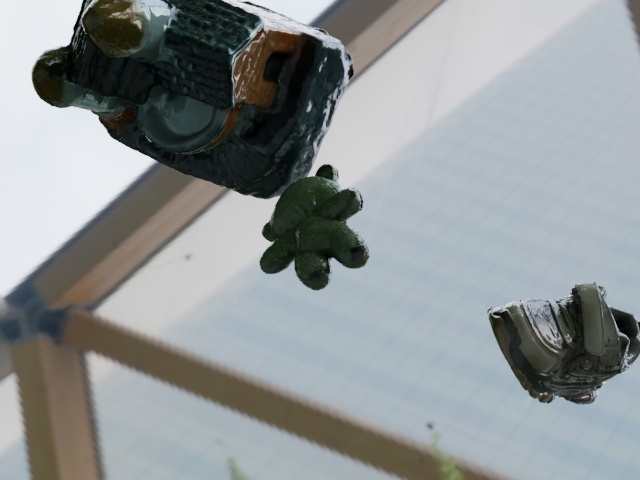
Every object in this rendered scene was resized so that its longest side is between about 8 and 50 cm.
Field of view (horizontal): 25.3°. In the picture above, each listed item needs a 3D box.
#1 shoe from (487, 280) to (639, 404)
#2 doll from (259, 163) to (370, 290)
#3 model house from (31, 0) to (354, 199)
[{"bbox_3d":[0.222,0.086,1.231,0.092,0.180,0.089,-35,-122,25],"label":"shoe"},{"bbox_3d":[0.000,0.000,1.294,0.115,0.150,0.077,-39,-62,9],"label":"doll"},{"bbox_3d":[-0.150,-0.159,1.316,0.253,0.291,0.184,26,-83,23],"label":"model house"}]
